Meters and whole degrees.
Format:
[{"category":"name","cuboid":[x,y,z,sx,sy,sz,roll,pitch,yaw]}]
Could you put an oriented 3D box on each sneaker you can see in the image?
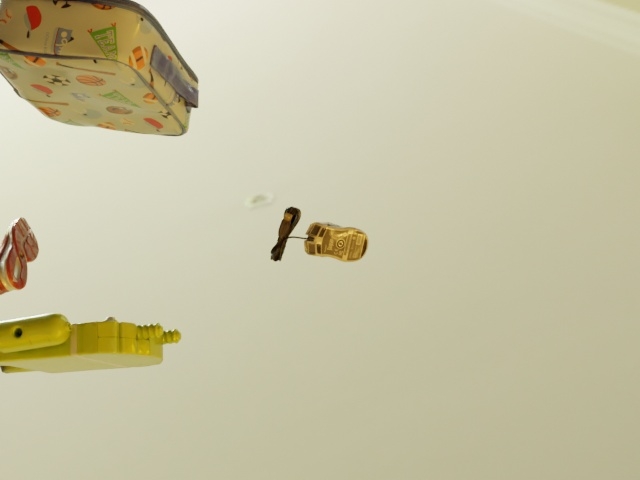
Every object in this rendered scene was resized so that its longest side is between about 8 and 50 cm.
[{"category":"sneaker","cuboid":[-0.597,0.036,1.940,0.128,0.087,0.221,-20,-157,5]}]

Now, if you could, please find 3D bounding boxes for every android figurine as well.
[{"category":"android figurine","cuboid":[-0.326,0.141,1.428,0.273,0.056,0.248,-8,166,15]}]

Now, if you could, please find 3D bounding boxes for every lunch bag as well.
[{"category":"lunch bag","cuboid":[-0.298,-0.237,1.456,0.243,0.303,0.115,6,-102,13]}]

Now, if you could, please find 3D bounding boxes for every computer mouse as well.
[{"category":"computer mouse","cuboid":[0.000,0.000,1.987,0.193,0.106,0.042,10,-174,-29]}]
